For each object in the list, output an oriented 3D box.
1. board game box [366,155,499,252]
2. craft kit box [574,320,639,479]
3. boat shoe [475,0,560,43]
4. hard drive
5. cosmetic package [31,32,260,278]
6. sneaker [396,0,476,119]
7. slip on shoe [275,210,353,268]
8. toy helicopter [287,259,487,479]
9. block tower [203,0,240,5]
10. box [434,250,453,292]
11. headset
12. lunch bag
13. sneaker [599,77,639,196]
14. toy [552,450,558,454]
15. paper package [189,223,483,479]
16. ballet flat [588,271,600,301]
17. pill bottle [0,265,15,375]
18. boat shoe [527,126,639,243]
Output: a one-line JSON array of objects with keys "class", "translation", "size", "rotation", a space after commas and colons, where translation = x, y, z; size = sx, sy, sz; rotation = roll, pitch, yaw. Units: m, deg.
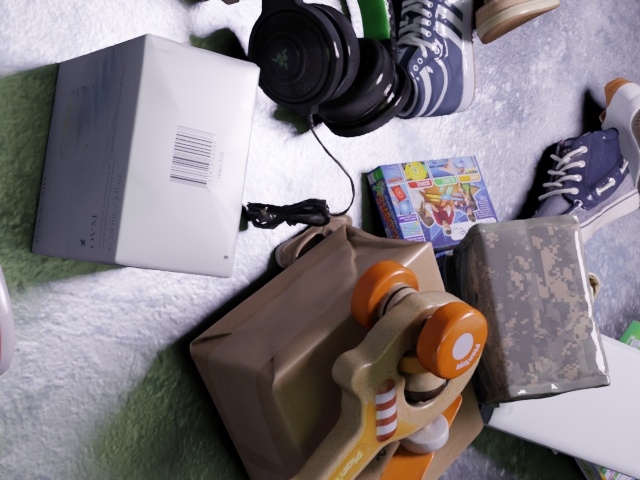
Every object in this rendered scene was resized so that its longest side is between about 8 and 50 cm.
[{"class": "board game box", "translation": [0.173, -0.052, 1.375], "size": [0.201, 0.035, 0.136], "rotation": [-8, 76, -37]}, {"class": "craft kit box", "translation": [0.543, 0.311, 1.648], "size": [0.250, 0.061, 0.246], "rotation": [-49, 134, -16]}, {"class": "boat shoe", "translation": [0.297, -0.387, 1.410], "size": [0.110, 0.122, 0.341], "rotation": [60, 32, -9]}, {"class": "hard drive", "translation": [0.420, 0.246, 1.502], "size": [0.307, 0.040, 0.203], "rotation": [22, 80, -18]}, {"class": "cosmetic package", "translation": [-0.194, -0.083, 0.992], "size": [0.138, 0.225, 0.224], "rotation": [10, 85, -36]}, {"class": "sneaker", "translation": [0.139, -0.310, 1.326], "size": [0.153, 0.099, 0.282], "rotation": [-20, 107, -38]}, {"class": "slip on shoe", "translation": [0.000, 0.000, 1.265], "size": [0.135, 0.041, 0.051], "rotation": [-26, 107, -35]}, {"class": "toy helicopter", "translation": [0.061, 0.214, 1.052], "size": [0.355, 0.140, 0.235], "rotation": [-48, 137, -11]}, {"class": "block tower", "translation": [-0.213, -0.392, 1.051], "size": [0.335, 0.091, 0.097], "rotation": [29, 74, -35]}, {"class": "box", "translation": [0.174, 0.094, 1.405], "size": [0.109, 0.042, 0.178], "rotation": [-30, 109, -35]}, {"class": "headset", "translation": [-0.009, -0.210, 1.199], "size": [0.243, 0.185, 0.394], "rotation": [19, 70, -53]}, {"class": "lunch bag", "translation": [0.271, 0.110, 1.309], "size": [0.169, 0.287, 0.235], "rotation": [-6, 77, -4]}, {"class": "sneaker", "translation": [0.577, -0.185, 1.681], "size": [0.106, 0.123, 0.290], "rotation": [-31, 137, -1]}, {"class": "toy", "translation": [0.452, 0.245, 1.623], "size": [0.237, 0.056, 0.137], "rotation": [-51, 121, -25]}, {"class": "paper package", "translation": [0.037, 0.193, 1.199], "size": [0.309, 0.168, 0.325], "rotation": [-39, 122, -30]}, {"class": "ballet flat", "translation": [0.404, 0.151, 1.565], "size": [0.086, 0.086, 0.248], "rotation": [45, 66, -30]}, {"class": "pill bottle", "translation": [-0.444, 0.085, 0.842], "size": [0.283, 0.161, 0.161], "rotation": [-14, 100, -37]}, {"class": "boat shoe", "translation": [0.406, -0.084, 1.545], "size": [0.340, 0.127, 0.158], "rotation": [-25, 100, -43]}]
